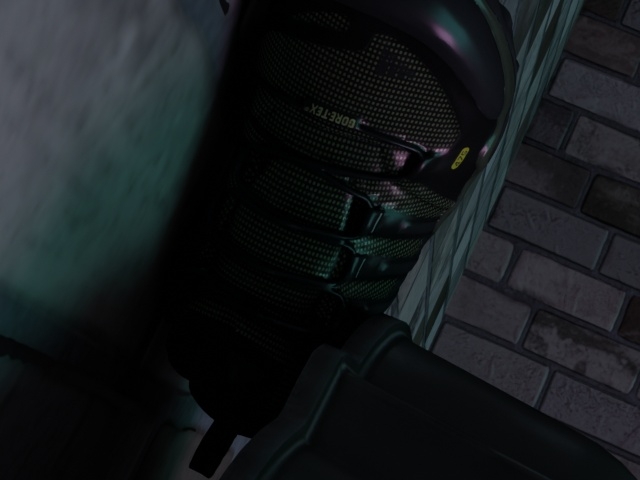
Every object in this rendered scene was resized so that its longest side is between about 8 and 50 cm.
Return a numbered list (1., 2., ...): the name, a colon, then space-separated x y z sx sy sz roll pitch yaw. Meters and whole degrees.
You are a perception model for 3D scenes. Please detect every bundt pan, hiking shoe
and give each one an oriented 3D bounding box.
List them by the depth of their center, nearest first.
1. bundt pan: 0.022 0.197 0.405 0.331 0.124 0.330 19 90 -75
2. hiking shoe: 0.000 0.000 0.430 0.227 0.086 0.114 103 10 -54
